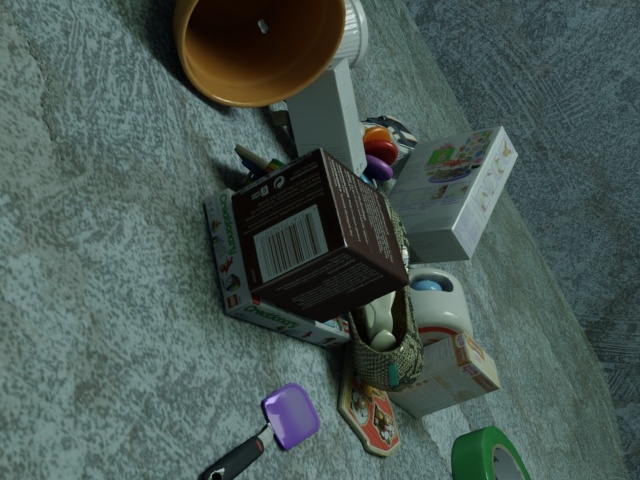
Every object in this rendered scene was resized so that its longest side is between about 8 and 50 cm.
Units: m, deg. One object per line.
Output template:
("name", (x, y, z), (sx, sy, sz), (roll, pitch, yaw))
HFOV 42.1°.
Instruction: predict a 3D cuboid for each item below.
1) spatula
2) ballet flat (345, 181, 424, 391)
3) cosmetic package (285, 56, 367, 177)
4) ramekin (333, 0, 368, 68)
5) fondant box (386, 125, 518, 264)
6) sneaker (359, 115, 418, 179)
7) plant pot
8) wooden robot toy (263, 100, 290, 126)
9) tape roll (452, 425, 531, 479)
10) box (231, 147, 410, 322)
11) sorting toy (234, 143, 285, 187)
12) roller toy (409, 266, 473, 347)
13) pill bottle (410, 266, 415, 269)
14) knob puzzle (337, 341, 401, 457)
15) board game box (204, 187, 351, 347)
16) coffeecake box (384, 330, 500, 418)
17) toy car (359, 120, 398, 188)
("spatula", (-0.079, 0.266, 1.112), (0.084, 0.030, 0.296), (65, 22, 2))
("ballet flat", (0.089, 0.031, 1.507), (0.182, 0.164, 0.483), (80, -1, -55))
("cosmetic package", (0.009, -0.232, 1.615), (0.085, 0.117, 0.231), (-57, 142, -54))
("ramekin", (-0.001, -0.468, 1.839), (0.109, 0.207, 0.207), (-24, 88, -30))
("fondant box", (0.269, -0.097, 1.838), (0.096, 0.238, 0.330), (51, 52, -30))
("sneaker", (0.134, -0.233, 1.991), (0.321, 0.126, 0.127), (18, 37, -52))
("plant pot", (-0.129, -0.403, 1.417), (0.291, 0.291, 0.203), (36, 20, -50))
("wooden robot toy", (-0.086, -0.309, 1.655), (0.173, 0.076, 0.079), (68, 11, 6))
("tape roll", (0.388, 0.564, 1.781), (0.321, 0.077, 0.321), (49, 27, -36))
("box", (0.000, 0.000, 1.237), (0.203, 0.168, 0.167), (31, 39, -54))
("sorting toy", (-0.079, -0.084, 1.377), (0.132, 0.046, 0.274), (33, -7, 19))
("roller toy", (0.196, 0.151, 1.631), (0.209, 0.191, 0.146), (43, 30, -42))
("pill bottle", (0.205, 0.119, 1.813), (0.169, 0.094, 0.094), (45, 29, -39))
("knob puzzle", (0.099, 0.297, 1.477), (0.213, 0.030, 0.213), (49, 26, -35))
("board game box", (-0.062, 0.054, 1.341), (0.305, 0.053, 0.193), (28, 42, -56))
("coffeecake box", (0.229, 0.261, 1.596), (0.142, 0.185, 0.068), (43, 31, -43))
("toy car", (0.098, -0.165, 1.775), (0.159, 0.136, 0.182), (42, 61, -46))
